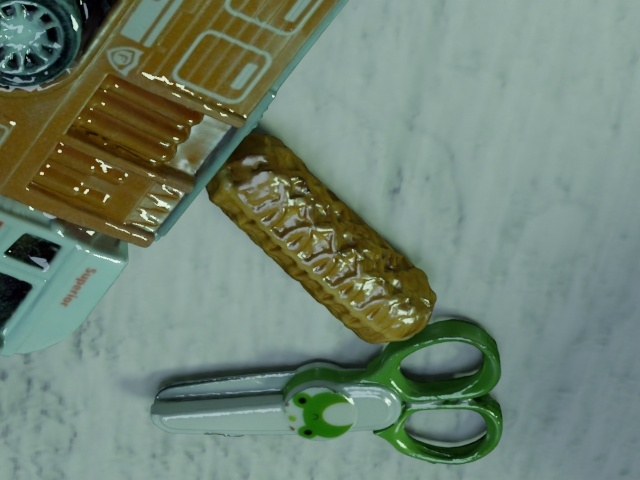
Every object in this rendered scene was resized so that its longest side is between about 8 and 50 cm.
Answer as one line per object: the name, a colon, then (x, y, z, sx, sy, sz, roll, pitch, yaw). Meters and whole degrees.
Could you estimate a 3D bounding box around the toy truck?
toy truck: (-0.116, -0.079, 0.882, 0.162, 0.136, 0.305, 26, 121, -26)

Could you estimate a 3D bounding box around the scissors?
scissors: (0.003, 0.092, 1.064, 0.204, 0.027, 0.101, -3, 125, 3)

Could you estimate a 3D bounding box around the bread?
bread: (0.000, 0.000, 0.986, 0.052, 0.044, 0.157, -37, 117, 22)
